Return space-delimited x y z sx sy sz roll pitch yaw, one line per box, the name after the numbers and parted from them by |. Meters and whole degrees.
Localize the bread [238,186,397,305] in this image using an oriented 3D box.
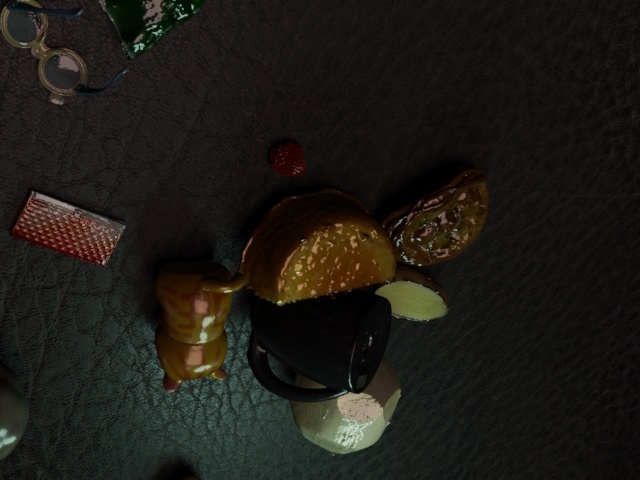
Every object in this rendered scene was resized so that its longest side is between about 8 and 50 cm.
0.000 0.000 1.769 0.340 0.194 0.179 -10 120 -24 | bread

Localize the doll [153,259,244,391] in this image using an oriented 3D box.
-0.259 0.161 1.770 0.167 0.162 0.269 -4 123 -22 | doll

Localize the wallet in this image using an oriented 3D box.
-0.481 -0.022 1.643 0.196 0.020 0.103 22 107 -33 | wallet

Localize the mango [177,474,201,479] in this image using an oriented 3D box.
-0.329 0.676 2.072 0.133 0.111 0.267 -2 125 -37 | mango

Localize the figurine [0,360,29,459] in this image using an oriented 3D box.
-0.684 0.376 1.674 0.203 0.248 0.380 -1 132 -30 | figurine

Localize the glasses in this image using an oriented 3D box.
-0.402 -0.324 1.406 0.189 0.221 0.088 56 48 -36 | glasses

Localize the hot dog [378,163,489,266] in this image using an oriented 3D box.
0.265 -0.054 1.908 0.272 0.122 0.196 -30 131 -4 | hot dog

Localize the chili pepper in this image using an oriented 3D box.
-0.240 -0.431 1.469 0.270 0.099 0.136 -27 102 -1 | chili pepper

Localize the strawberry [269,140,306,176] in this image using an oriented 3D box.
-0.060 -0.160 1.720 0.073 0.083 0.073 -16 123 -27 | strawberry

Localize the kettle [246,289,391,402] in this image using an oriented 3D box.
-0.026 0.213 1.829 0.207 0.290 0.268 15 90 -68 | kettle

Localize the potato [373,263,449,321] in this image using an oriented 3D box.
0.214 0.112 1.997 0.164 0.081 0.200 -20 141 36 | potato

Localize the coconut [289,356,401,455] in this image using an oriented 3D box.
0.062 0.346 1.975 0.245 0.245 0.247 10 121 -29 | coconut
